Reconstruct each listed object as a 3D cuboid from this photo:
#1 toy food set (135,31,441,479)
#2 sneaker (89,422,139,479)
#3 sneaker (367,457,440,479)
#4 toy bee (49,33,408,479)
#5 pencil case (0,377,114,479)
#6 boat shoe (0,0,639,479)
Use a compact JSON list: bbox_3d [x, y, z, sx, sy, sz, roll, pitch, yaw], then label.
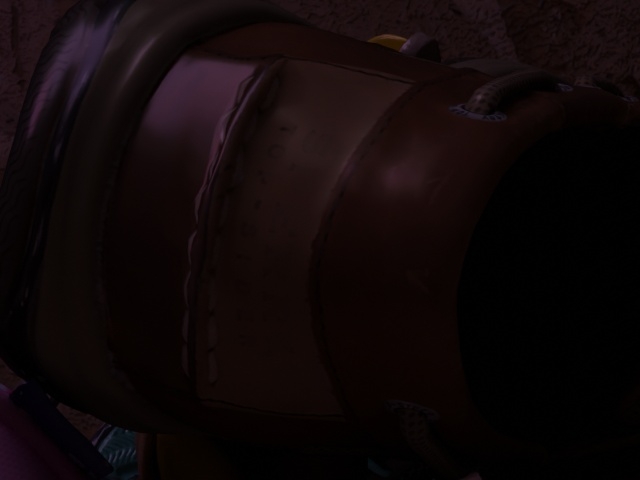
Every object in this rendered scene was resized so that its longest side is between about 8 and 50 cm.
[{"bbox_3d":[-0.004,0.039,0.545,0.192,0.038,0.132,-49,-28,-24],"label":"toy food set"},{"bbox_3d":[-0.036,0.112,0.912,0.224,0.083,0.098,-21,-30,-43],"label":"sneaker"},{"bbox_3d":[0.003,0.079,0.653,0.166,0.065,0.076,-33,10,36],"label":"sneaker"},{"bbox_3d":[0.000,0.000,0.814,0.298,0.162,0.195,11,-70,-36],"label":"toy bee"},{"bbox_3d":[-0.137,0.096,0.476,0.124,0.124,0.284,-25,-4,-24],"label":"pencil case"},{"bbox_3d":[0.055,0.013,0.478,0.120,0.122,0.324,13,6,30],"label":"boat shoe"}]
